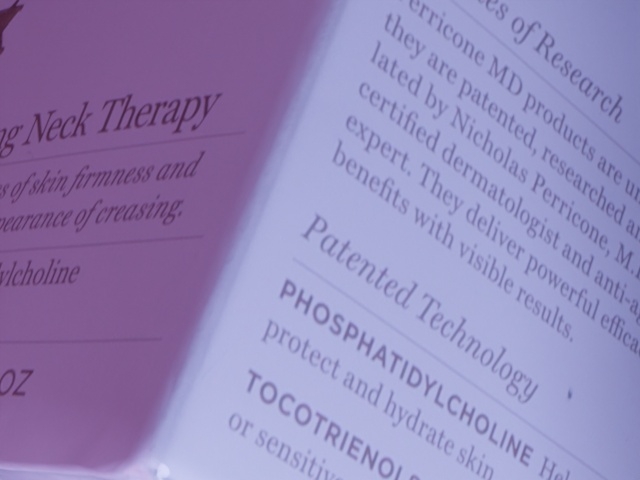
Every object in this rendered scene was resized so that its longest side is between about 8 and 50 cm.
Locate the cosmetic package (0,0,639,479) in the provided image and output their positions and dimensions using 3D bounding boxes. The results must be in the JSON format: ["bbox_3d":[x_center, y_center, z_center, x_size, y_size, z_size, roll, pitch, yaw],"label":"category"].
[{"bbox_3d":[0.000,0.000,0.996,0.327,0.394,0.329,35,155,-35],"label":"cosmetic package"}]
